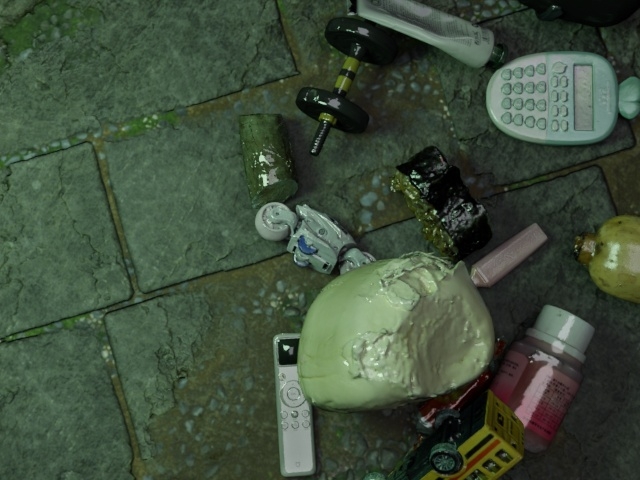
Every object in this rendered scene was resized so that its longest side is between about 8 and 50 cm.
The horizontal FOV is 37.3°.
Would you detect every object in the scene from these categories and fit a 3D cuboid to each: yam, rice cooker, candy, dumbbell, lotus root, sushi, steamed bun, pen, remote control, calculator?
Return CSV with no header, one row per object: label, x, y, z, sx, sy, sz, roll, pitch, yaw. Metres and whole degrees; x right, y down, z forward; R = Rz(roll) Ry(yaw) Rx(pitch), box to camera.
yam,-0.100,-0.159,1.772,0.107,0.107,0.183,-13,79,-1
rice cooker,0.495,-0.523,1.740,0.224,0.267,0.267,9,82,-5
candy,0.242,0.283,1.712,0.059,0.086,0.292,41,84,23
dumbbell,0.049,-0.307,1.768,0.143,0.143,0.325,22,84,4
lotus root,0.597,0.037,1.710,0.284,0.146,0.160,12,65,6
sushi,0.222,-0.064,1.731,0.115,0.147,0.212,-33,90,-8
steamed bun,0.107,0.148,1.609,0.333,0.312,0.233,-13,91,-42
pen,0.336,0.041,1.771,0.197,0.032,0.053,-35,84,-6
remote control,-0.048,0.301,1.744,0.067,0.029,0.261,-4,82,1
calculator,0.464,-0.270,1.807,0.295,0.042,0.184,1,82,4

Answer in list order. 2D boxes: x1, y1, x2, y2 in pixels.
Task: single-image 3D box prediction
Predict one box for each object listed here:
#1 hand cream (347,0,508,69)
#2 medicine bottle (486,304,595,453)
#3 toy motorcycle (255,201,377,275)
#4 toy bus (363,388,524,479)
hand cream,0.195,-0.400,1.760,0.336,0.076,0.121,18,43,-20
medicine bottle,0.388,0.244,1.686,0.147,0.147,0.247,29,84,5
toy motorcycle,0.000,0.000,1.759,0.254,0.112,0.112,29,84,2
toy bus,0.197,0.400,1.618,0.123,0.121,0.335,38,117,-8
